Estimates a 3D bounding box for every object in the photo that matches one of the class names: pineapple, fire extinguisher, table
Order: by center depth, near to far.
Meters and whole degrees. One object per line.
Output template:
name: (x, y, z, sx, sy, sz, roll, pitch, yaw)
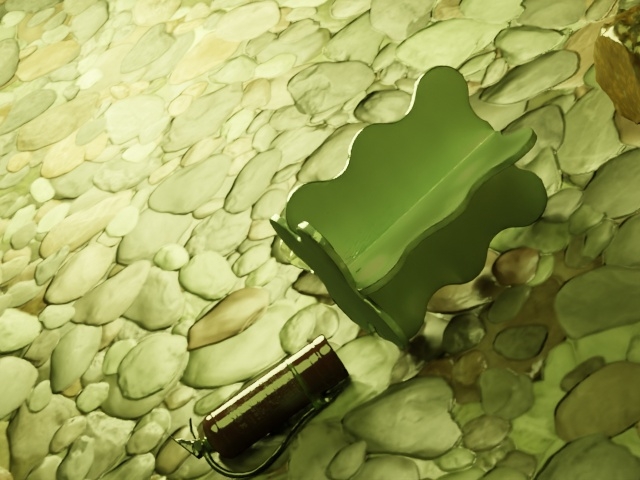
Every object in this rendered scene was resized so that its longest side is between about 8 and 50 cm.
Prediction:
table: (0.084, -0.030, 1.256, 0.198, 0.166, 0.166, -43, 37, -9)
fire extinguisher: (-0.047, 0.146, 1.260, 0.157, 0.045, 0.078, -35, 58, -2)
pineapple: (0.351, -0.192, 1.283, 0.237, 0.111, 0.119, -29, 68, -6)

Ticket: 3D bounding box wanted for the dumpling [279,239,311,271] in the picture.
dumpling: (0.000, 0.001, 1.387, 0.077, 0.043, 0.059, -15, 56, 1)
